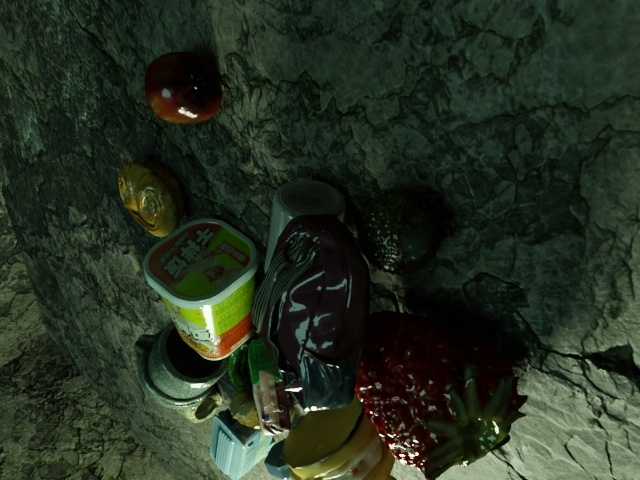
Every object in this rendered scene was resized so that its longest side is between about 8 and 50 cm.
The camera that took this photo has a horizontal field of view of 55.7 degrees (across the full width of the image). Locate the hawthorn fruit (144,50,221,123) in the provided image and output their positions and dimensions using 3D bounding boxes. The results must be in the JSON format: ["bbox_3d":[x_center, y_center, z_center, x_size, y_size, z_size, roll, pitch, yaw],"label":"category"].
[{"bbox_3d":[-0.318,-0.337,1.364,0.188,0.169,0.169,-1,116,49],"label":"hawthorn fruit"}]

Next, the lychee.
[{"bbox_3d":[0.137,-0.013,1.094,0.171,0.171,0.171,29,136,32],"label":"lychee"}]

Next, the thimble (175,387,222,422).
[{"bbox_3d":[-0.460,0.580,2.236,0.144,0.190,0.137,24,95,28],"label":"thimble"}]

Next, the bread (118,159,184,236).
[{"bbox_3d":[-0.488,-0.122,1.758,0.236,0.120,0.198,39,140,23],"label":"bread"}]

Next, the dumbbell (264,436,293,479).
[{"bbox_3d":[-0.051,0.787,1.935,0.316,0.157,0.143,66,173,-13],"label":"dumbbell"}]

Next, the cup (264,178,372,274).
[{"bbox_3d":[-0.004,-0.010,1.284,0.166,0.221,0.202,-101,14,-50],"label":"cup"}]

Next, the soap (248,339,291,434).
[{"bbox_3d":[-0.142,0.394,1.672,0.273,0.098,0.217,-125,30,-72],"label":"soap"}]

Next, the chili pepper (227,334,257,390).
[{"bbox_3d":[-0.243,0.379,1.879,0.083,0.099,0.253,41,143,35],"label":"chili pepper"}]

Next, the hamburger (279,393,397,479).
[{"bbox_3d":[0.064,0.546,1.531,0.236,0.276,0.276,52,146,-15],"label":"hamburger"}]

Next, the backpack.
[{"bbox_3d":[-0.015,0.110,1.100,0.283,0.197,0.317,-126,37,-54],"label":"backpack"}]

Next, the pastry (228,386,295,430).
[{"bbox_3d":[-0.175,0.509,1.833,0.193,0.182,0.093,20,93,6],"label":"pastry"}]

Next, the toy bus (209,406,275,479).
[{"bbox_3d":[-0.257,0.654,2.031,0.152,0.190,0.312,40,141,22],"label":"toy bus"}]

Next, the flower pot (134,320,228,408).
[{"bbox_3d":[-0.463,0.389,1.990,0.299,0.299,0.283,51,140,8],"label":"flower pot"}]

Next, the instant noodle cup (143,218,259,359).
[{"bbox_3d":[-0.301,0.147,1.652,0.294,0.294,0.307,33,146,29],"label":"instant noodle cup"}]

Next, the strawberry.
[{"bbox_3d":[0.209,0.269,1.176,0.343,0.292,0.292,-129,27,-51],"label":"strawberry"}]
